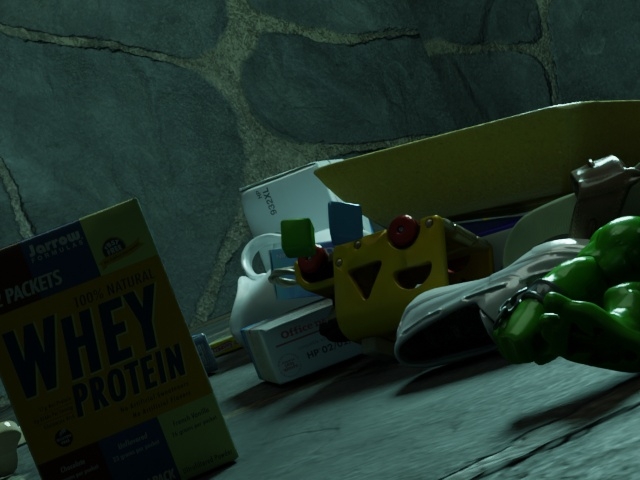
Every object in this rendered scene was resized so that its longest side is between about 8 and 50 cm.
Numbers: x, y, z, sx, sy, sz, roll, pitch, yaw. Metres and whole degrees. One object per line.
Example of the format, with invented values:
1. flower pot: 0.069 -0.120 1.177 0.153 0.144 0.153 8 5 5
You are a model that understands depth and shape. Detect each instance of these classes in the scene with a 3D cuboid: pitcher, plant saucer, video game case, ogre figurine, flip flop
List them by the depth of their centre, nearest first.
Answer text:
1. ogre figurine: 0.196 0.015 0.715 0.197 0.097 0.118 -41 5 42
2. flip flop: 0.208 -0.016 0.977 0.080 0.112 0.277 12 -19 -24
3. plant saucer: 0.221 -0.075 1.377 0.333 0.081 0.333 -12 -2 44
4. video game case: 0.102 0.017 1.461 0.270 0.061 0.244 -7 -1 12
5. pitcher: -0.019 0.042 1.750 0.207 0.177 0.125 -24 -37 23

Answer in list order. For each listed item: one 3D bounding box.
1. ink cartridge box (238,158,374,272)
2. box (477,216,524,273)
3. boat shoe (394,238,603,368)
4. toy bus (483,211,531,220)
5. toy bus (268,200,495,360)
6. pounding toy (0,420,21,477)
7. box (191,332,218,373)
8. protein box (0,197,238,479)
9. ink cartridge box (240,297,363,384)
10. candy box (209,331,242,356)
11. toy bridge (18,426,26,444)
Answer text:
1. ink cartridge box: 0.000 0.000 1.981 0.129 0.223 0.307 -21 1 9
2. box: 0.235 -0.002 1.173 0.137 0.072 0.126 -19 -1 -26
3. boat shoe: 0.133 0.051 0.957 0.184 0.066 0.063 -14 25 29
4. toy bus: 0.343 -0.087 2.210 0.108 0.130 0.333 -20 1 29
5. toy bus: 0.056 0.051 1.162 0.191 0.104 0.202 1 -22 -7
6. pounding toy: -0.425 0.258 1.356 0.269 0.155 0.154 -9 -38 -47
7. box: -0.255 0.189 1.829 0.183 0.059 0.233 -23 1 -16
8. protein box: -0.173 0.092 1.010 0.136 0.201 0.200 -22 1 -12
9. ink cartridge box: -0.013 0.100 1.333 0.104 0.061 0.181 -21 0 -11
10. candy box: -0.101 0.143 2.118 0.105 0.027 0.206 -19 2 16
11. toy bridge: -0.415 0.270 1.814 0.188 0.026 0.063 -21 -2 37
